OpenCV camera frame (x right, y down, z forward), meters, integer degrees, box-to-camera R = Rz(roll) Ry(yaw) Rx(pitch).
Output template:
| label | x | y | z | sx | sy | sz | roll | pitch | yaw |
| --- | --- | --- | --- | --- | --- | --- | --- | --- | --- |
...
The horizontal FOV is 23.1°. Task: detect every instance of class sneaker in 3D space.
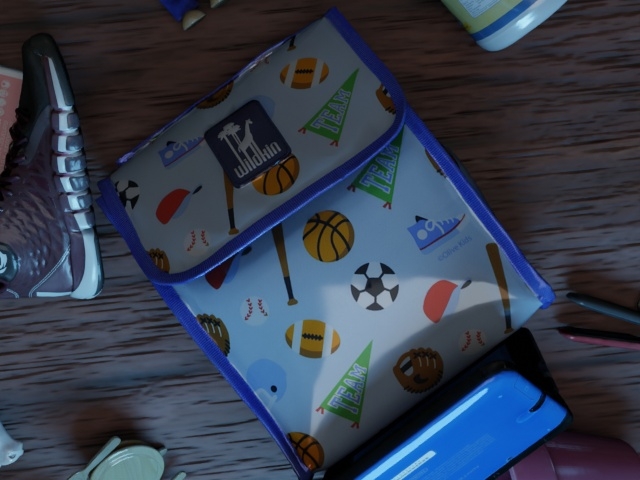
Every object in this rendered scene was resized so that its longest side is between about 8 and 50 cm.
| label | x | y | z | sx | sy | sz | roll | pitch | yaw |
| --- | --- | --- | --- | --- | --- | --- | --- | --- | --- |
| sneaker | -0.319 | -0.063 | 1.602 | 0.162 | 0.106 | 0.281 | -9 | 104 | -9 |

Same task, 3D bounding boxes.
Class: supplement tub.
| label | x | y | z | sx | sy | sz | roll | pitch | yaw |
| --- | --- | --- | --- | --- | --- | --- | --- | --- | --- |
| supplement tub | 0.163 | -0.310 | 1.608 | 0.144 | 0.144 | 0.199 | -41 | 100 | 2 |

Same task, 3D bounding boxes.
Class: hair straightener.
| label | x | y | z | sx | sy | sz | roll | pitch | yaw |
| --- | --- | --- | --- | --- | --- | --- | --- | --- | --- |
| hair straightener | 0.382 | 0.084 | 1.741 | 0.230 | 0.047 | 0.089 | 10 | 99 | -7 |

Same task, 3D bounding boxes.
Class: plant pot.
| label | x | y | z | sx | sy | sz | roll | pitch | yaw |
| --- | --- | --- | --- | --- | --- | --- | --- | --- | --- |
| plant pot | 0.249 | 0.285 | 1.700 | 0.180 | 0.201 | 0.201 | -3 | 100 | -20 |

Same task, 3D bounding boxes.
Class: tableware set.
| label | x | y | z | sx | sy | sz | roll | pitch | yaw |
| --- | --- | --- | --- | --- | --- | --- | --- | --- | --- |
| tableware set | -0.252 | 0.283 | 1.710 | 0.194 | 0.039 | 0.128 | -44 | 136 | 8 |

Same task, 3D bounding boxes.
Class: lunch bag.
| label | x | y | z | sx | sy | sz | roll | pitch | yaw |
| --- | --- | --- | --- | --- | --- | --- | --- | --- | --- |
| lunch bag | 0.000 | 0.000 | 1.608 | 0.328 | 0.239 | 0.385 | -36 | 85 | 2 |

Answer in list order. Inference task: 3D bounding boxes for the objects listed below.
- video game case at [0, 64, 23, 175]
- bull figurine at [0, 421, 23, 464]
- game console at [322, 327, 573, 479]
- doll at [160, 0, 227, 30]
| label | x | y | z | sx | sy | sz | roll | pitch | yaw |
| --- | --- | --- | --- | --- | --- | --- | --- | --- | --- |
| video game case | -0.449 | -0.108 | 1.649 | 0.285 | 0.025 | 0.204 | 14 | 98 | -7 |
| bull figurine | -0.454 | 0.291 | 1.675 | 0.310 | 0.101 | 0.188 | -16 | 102 | -2 |
| game console | 0.087 | 0.192 | 1.591 | 0.293 | 0.173 | 0.250 | -39 | 144 | 11 |
| doll | -0.165 | -0.317 | 1.628 | 0.129 | 0.046 | 0.189 | -36 | 94 | 11 |
